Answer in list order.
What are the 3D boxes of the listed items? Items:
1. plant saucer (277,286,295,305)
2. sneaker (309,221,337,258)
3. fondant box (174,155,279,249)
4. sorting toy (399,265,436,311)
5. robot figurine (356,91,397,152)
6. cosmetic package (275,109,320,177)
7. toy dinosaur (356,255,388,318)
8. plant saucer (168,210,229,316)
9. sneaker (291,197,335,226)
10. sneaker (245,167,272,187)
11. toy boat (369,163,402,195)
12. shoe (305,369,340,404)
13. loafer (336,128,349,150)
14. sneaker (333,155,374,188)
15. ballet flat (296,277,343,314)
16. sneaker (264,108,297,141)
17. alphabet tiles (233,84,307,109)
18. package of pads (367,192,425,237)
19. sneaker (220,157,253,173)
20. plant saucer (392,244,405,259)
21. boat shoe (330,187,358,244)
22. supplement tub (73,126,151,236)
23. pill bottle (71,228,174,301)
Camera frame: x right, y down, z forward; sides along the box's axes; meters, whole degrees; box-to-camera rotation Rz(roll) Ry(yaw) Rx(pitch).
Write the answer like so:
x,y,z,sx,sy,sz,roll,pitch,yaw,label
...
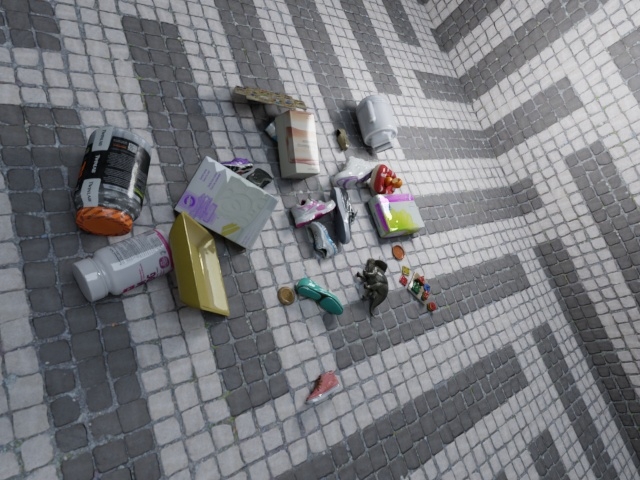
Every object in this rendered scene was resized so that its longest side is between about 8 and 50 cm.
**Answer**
x,y,z,sx,sy,sz,roll,pitch,yaw,label
-0.141,0.231,1.710,0.084,0.015,0.083,15,61,-29,plant saucer
0.000,0.000,1.886,0.083,0.071,0.190,-35,90,-35,sneaker
-0.366,-0.142,1.608,0.331,0.096,0.238,30,86,-19,fondant box
0.531,0.242,2.157,0.274,0.046,0.132,43,51,-10,sorting toy
0.320,-0.687,2.347,0.300,0.200,0.352,34,41,-66,robot figurine
-0.107,-0.450,1.931,0.153,0.129,0.295,-7,90,-40,cosmetic package
0.268,0.206,1.943,0.161,0.121,0.313,-1,65,-21,toy dinosaur
-0.428,0.103,1.423,0.081,0.333,0.332,-15,75,-1,plant saucer
-0.033,-0.155,1.912,0.252,0.103,0.111,-26,87,-41,sneaker
-0.292,-0.243,1.794,0.087,0.130,0.227,41,23,-6,sneaker
0.370,-0.316,2.191,0.231,0.151,0.150,22,85,-53,toy boat
0.000,0.579,1.616,0.178,0.064,0.081,-12,75,-44,shoe
0.116,-0.555,2.241,0.050,0.056,0.147,6,55,-32,loafer
0.154,-0.362,2.155,0.305,0.114,0.152,-25,73,-46,sneaker
0.007,0.233,1.774,0.247,0.083,0.087,34,39,-20,ballet flat
-0.180,-0.576,2.029,0.092,0.087,0.228,50,57,-14,sneaker
-0.237,-0.681,1.941,0.343,0.011,0.285,9,28,-14,alphabet tiles
0.418,-0.137,2.221,0.297,0.101,0.228,-9,74,-37,package of pads
-0.379,-0.328,1.790,0.170,0.068,0.071,-16,63,-48,sneaker
0.418,0.064,2.182,0.084,0.013,0.083,15,61,-28,plant saucer
0.125,-0.123,2.002,0.105,0.113,0.305,-1,59,-20,boat shoe
-0.707,-0.198,1.391,0.207,0.207,0.337,14,61,-30,supplement tub
-0.636,0.080,1.339,0.283,0.160,0.160,-28,86,-40,pill bottle
